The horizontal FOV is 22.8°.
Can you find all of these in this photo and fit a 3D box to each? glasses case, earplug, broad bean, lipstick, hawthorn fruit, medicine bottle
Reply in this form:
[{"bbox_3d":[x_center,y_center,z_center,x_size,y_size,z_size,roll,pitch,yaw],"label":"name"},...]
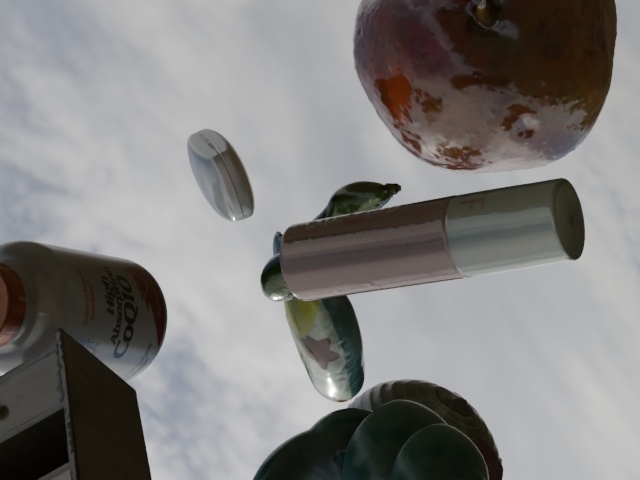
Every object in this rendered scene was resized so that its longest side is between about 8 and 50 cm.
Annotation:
[{"bbox_3d":[-0.106,-0.070,1.680,0.197,0.049,0.076,-136,25,-72],"label":"glasses case"},{"bbox_3d":[0.059,0.292,1.850,0.257,0.280,0.164,-36,-65,-40],"label":"earplug"},{"bbox_3d":[-0.001,0.000,1.741,0.052,0.256,0.052,2,-120,-36],"label":"broad bean"},{"bbox_3d":[0.091,0.001,1.334,0.070,0.254,0.070,26,-120,-56],"label":"lipstick"},{"bbox_3d":[0.172,-0.203,1.601,0.277,0.277,0.298,49,179,9],"label":"hawthorn fruit"},{"bbox_3d":[-0.311,0.084,1.838,0.157,0.157,0.288,53,-164,21],"label":"medicine bottle"}]

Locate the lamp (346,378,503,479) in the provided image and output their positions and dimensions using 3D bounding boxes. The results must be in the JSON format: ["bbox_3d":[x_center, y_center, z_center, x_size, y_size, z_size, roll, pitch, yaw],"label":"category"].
[{"bbox_3d":[0.142,0.313,2.262,0.233,0.233,0.265,33,-162,-37],"label":"lamp"}]

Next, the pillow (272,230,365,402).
[{"bbox_3d":[-0.004,0.110,2.156,0.233,0.086,0.214,77,168,-57],"label":"pillow"}]

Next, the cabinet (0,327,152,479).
[{"bbox_3d":[-0.282,0.235,1.599,0.148,0.174,0.215,48,-162,-43],"label":"cabinet"}]
